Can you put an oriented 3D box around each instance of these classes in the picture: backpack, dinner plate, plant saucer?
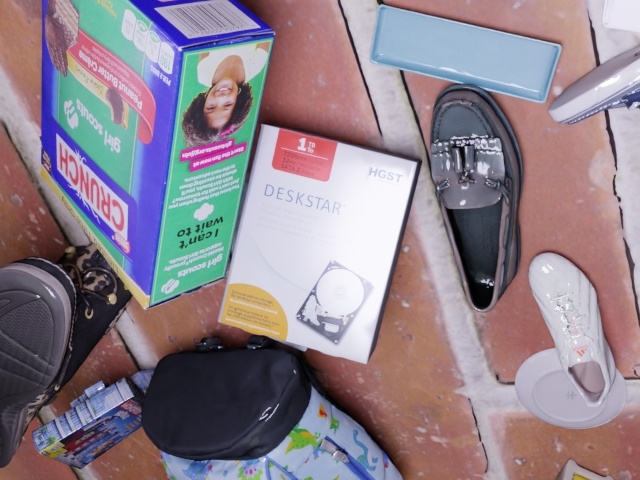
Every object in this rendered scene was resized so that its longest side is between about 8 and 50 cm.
[{"bbox_3d":[-0.045,0.314,1.192,0.290,0.274,0.355,-8,148,42],"label":"backpack"},{"bbox_3d":[0.322,0.197,1.118,0.141,0.017,0.141,9,126,12],"label":"dinner plate"},{"bbox_3d":[0.149,-0.197,0.902,0.192,0.018,0.067,15,128,9],"label":"plant saucer"}]

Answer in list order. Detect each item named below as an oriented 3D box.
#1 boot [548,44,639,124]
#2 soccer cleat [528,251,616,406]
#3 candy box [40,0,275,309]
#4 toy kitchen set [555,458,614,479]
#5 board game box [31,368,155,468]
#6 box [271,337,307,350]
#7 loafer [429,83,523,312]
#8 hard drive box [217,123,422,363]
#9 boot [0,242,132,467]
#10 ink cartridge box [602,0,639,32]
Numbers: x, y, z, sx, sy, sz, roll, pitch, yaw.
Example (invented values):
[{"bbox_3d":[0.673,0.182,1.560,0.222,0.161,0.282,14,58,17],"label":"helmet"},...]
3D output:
[{"bbox_3d":[0.323,-0.144,0.840,0.190,0.069,0.086,-29,106,33],"label":"boot"},{"bbox_3d":[0.300,0.105,1.017,0.068,0.076,0.196,-18,110,30],"label":"soccer cleat"},{"bbox_3d":[-0.194,-0.136,0.931,0.268,0.122,0.317,43,137,32],"label":"candy box"},{"bbox_3d":[0.413,0.319,1.103,0.166,0.122,0.207,24,128,3],"label":"toy kitchen set"},{"bbox_3d":[-0.305,0.247,1.262,0.060,0.194,0.194,55,169,18],"label":"board game box"},{"bbox_3d":[-0.040,0.066,1.112,0.101,0.087,0.101,22,128,6],"label":"box"},{"bbox_3d":[0.175,-0.038,0.955,0.096,0.084,0.268,-2,126,23],"label":"loafer"},{"bbox_3d":[0.000,0.000,0.988,0.181,0.089,0.232,14,98,9],"label":"hard drive box"},{"bbox_3d":[-0.346,0.096,1.120,0.138,0.284,0.377,29,130,0],"label":"boot"},{"bbox_3d":[0.323,-0.242,0.638,0.201,0.278,0.117,12,127,13],"label":"ink cartridge box"}]
